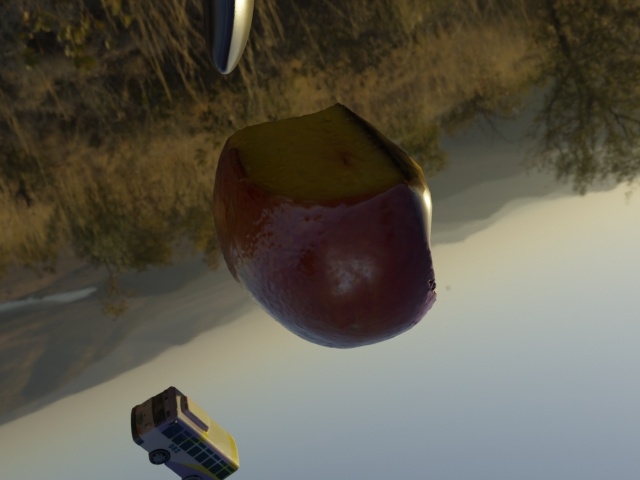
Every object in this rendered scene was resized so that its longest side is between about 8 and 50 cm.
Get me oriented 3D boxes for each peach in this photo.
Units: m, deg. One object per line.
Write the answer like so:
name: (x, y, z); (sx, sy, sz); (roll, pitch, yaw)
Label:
peach: (0.000, 0.000, 0.939); (0.242, 0.306, 0.380); (-21, 155, -13)

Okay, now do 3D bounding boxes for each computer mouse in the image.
computer mouse: (-0.111, -0.322, 0.893); (0.057, 0.232, 0.120); (2, -155, 5)

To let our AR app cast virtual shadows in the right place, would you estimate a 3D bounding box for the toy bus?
toy bus: (-0.125, 0.186, 0.680); (0.058, 0.102, 0.052); (-36, -149, 5)
